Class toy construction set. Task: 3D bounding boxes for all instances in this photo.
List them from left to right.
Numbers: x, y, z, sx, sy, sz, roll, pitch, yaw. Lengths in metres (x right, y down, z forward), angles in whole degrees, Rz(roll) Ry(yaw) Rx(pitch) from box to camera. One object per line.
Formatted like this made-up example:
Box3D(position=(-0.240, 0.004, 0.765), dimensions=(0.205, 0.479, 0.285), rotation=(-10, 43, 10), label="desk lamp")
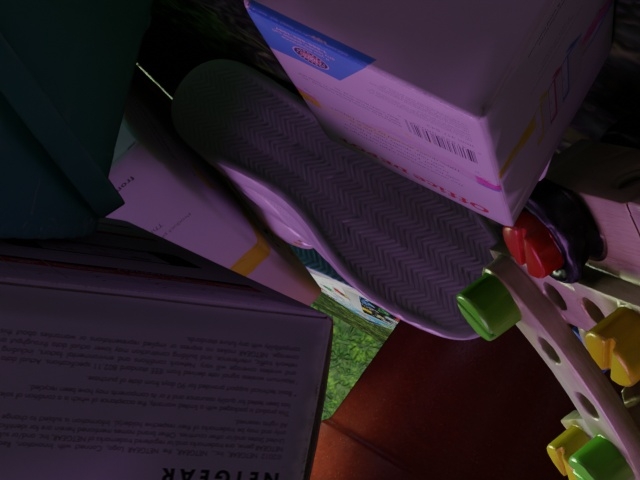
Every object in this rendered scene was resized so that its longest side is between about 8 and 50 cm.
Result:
Box3D(position=(0.186, 0.050, 0.484), dimensions=(0.328, 0.151, 0.215), rotation=(4, 129, 58), label="toy construction set")

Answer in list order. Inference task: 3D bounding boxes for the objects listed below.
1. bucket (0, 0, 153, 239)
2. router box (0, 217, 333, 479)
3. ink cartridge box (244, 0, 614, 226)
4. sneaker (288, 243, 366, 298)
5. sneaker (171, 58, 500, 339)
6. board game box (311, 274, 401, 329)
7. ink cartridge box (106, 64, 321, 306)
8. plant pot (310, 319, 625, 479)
Box3D(position=(-0.208, -0.109, 0.530), dimensions=(0.281, 0.183, 0.281), rotation=(10, -175, -1), label="bucket")
Box3D(position=(-0.208, 0.027, 0.508), dimensions=(0.335, 0.082, 0.301), rotation=(8, -175, -26), label="router box")
Box3D(position=(0.049, -0.075, 0.422), dimensions=(0.092, 0.090, 0.143), rotation=(29, 174, 18), label="ink cartridge box")
Box3D(position=(0.000, 0.000, 1.182), dimensions=(0.229, 0.087, 0.092), rotation=(32, 175, 10), label="sneaker")
Box3D(position=(0.029, -0.022, 0.871), dimensions=(0.292, 0.108, 0.169), rotation=(39, 177, 17), label="sneaker")
Box3D(position=(0.049, 0.053, 1.470), dimensions=(0.193, 0.053, 0.305), rotation=(33, 173, -14), label="board game box")
Box3D(position=(-0.187, -0.054, 0.948), dimensions=(0.279, 0.160, 0.384), rotation=(52, -177, 26), label="ink cartridge box")
Box3D(position=(0.140, 0.157, 0.956), dimensions=(0.272, 0.265, 0.272), rotation=(30, 172, 5), label="plant pot")
